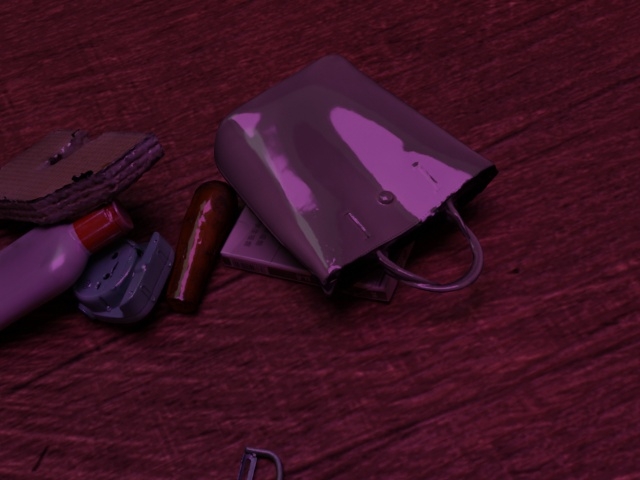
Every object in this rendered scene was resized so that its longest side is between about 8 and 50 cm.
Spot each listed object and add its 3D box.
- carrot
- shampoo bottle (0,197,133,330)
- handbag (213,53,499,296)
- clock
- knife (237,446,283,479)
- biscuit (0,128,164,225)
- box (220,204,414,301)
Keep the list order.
[{"bbox_3d":[-0.134,0.005,1.437,0.055,0.055,0.162,8,58,16],"label":"carrot"},{"bbox_3d":[-0.304,0.027,1.408,0.220,0.051,0.108,-32,36,6],"label":"shampoo bottle"},{"bbox_3d":[0.048,-0.061,1.385,0.241,0.109,0.315,-34,54,-19],"label":"handbag"},{"bbox_3d":[-0.228,0.041,1.413,0.135,0.041,0.101,-4,51,32],"label":"clock"},{"bbox_3d":[-0.066,0.290,1.217,0.054,0.015,0.212,8,52,6],"label":"knife"},{"bbox_3d":[-0.289,-0.074,1.462,0.147,0.046,0.250,-42,27,-29],"label":"biscuit"},{"bbox_3d":[0.000,0.000,1.429,0.198,0.029,0.109,12,55,20],"label":"box"}]
